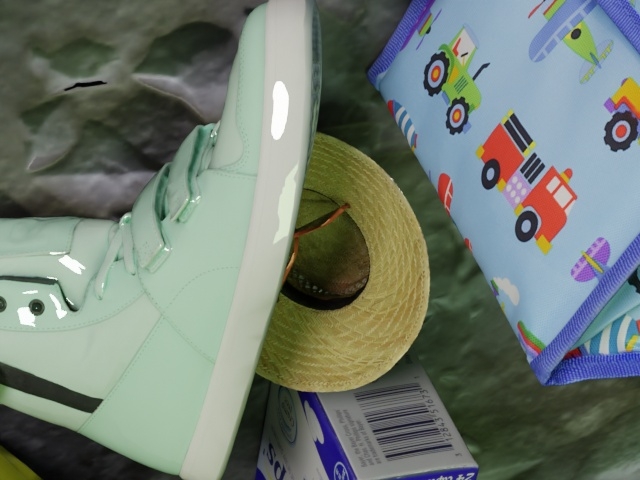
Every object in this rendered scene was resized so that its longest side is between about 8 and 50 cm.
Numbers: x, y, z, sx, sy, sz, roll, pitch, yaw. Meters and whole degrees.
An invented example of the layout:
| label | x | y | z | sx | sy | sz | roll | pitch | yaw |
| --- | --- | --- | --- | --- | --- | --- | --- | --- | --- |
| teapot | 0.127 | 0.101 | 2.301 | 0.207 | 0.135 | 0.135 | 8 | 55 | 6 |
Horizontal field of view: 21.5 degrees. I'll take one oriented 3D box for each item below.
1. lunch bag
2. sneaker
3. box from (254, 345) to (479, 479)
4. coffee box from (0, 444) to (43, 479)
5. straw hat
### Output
| label | x | y | z | sx | sy | sz | roll | pitch | yaw |
| --- | --- | --- | --- | --- | --- | --- | --- | --- | --- |
| lunch bag | 0.164 | -0.114 | 0.713 | 0.138 | 0.221 | 0.293 | 5 | 127 | -27 |
| sneaker | -0.089 | -0.008 | 0.780 | 0.151 | 0.094 | 0.256 | 16 | 116 | -1 |
| box | 0.021 | 0.131 | 0.940 | 0.072 | 0.126 | 0.137 | -7 | 132 | -19 |
| coffee box | -0.221 | 0.322 | 0.750 | 0.338 | 0.338 | 0.334 | -2 | 123 | -57 |
| straw hat | 0.000 | 0.000 | 0.851 | 0.144 | 0.144 | 0.061 | -56 | 169 | 27 |
